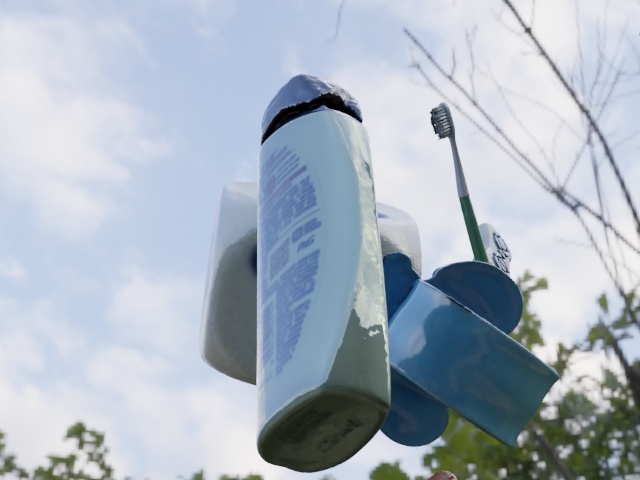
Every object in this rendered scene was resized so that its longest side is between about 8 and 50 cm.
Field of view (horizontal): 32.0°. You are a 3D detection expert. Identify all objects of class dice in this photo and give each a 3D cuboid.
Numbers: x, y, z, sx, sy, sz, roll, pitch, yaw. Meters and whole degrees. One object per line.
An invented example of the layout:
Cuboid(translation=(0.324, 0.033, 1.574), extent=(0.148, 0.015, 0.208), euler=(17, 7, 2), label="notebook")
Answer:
Cuboid(translation=(-0.022, 0.066, 1.707), extent=(0.304, 0.277, 0.304), euler=(7, 7, -7), label="dice")

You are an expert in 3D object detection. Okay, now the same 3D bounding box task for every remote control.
Cuboid(translation=(0.243, 0.026, 1.571), extent=(0.032, 0.122, 0.074), euler=(-30, -67, 24), label="remote control")

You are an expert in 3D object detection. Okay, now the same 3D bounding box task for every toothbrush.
Cuboid(translation=(0.169, -0.033, 1.270), extent=(0.018, 0.024, 0.257), euler=(1, -67, 52), label="toothbrush")

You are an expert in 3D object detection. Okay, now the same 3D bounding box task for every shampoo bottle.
Cuboid(translation=(0.000, 0.000, 0.899), extent=(0.078, 0.359, 0.134), euler=(22, -49, -23), label="shampoo bottle")

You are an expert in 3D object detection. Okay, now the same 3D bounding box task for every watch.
Cuboid(translation=(0.127, 0.113, 1.097), extent=(0.211, 0.211, 0.193), euler=(10, 5, -15), label="watch")

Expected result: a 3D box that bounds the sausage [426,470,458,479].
Cuboid(translation=(0.128, 0.258, 1.060), extent=(0.034, 0.034, 0.083), euler=(-21, -76, 27), label="sausage")
